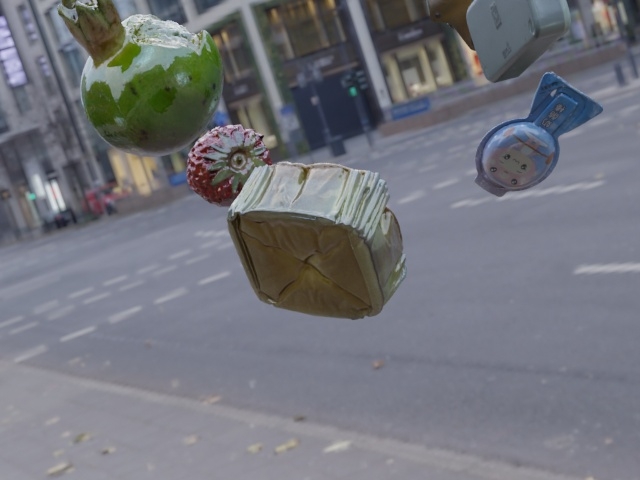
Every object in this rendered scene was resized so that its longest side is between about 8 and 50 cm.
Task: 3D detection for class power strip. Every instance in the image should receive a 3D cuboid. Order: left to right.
[{"bbox_3d":[0.262,-0.342,1.516,0.059,0.193,0.265,-17,-4,-8],"label":"power strip"}]

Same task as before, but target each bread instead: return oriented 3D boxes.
[{"bbox_3d":[0.000,-0.002,1.326,0.192,0.210,0.109,5,52,23],"label":"bread"}]

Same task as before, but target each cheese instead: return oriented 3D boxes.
[{"bbox_3d":[0.350,-0.165,1.815,0.244,0.135,0.052,-51,18,35],"label":"cheese"}]

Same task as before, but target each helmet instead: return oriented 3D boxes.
[{"bbox_3d":[0.306,-0.478,2.126,0.130,0.224,0.198,-45,32,38],"label":"helmet"}]

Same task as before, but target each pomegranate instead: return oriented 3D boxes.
[{"bbox_3d":[-0.289,-0.266,1.676,0.236,0.302,0.236,-23,47,26],"label":"pomegranate"}]

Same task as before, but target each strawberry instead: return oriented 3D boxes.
[{"bbox_3d":[-0.235,-0.170,2.594,0.205,0.205,0.244,-22,3,-25],"label":"strawberry"}]
